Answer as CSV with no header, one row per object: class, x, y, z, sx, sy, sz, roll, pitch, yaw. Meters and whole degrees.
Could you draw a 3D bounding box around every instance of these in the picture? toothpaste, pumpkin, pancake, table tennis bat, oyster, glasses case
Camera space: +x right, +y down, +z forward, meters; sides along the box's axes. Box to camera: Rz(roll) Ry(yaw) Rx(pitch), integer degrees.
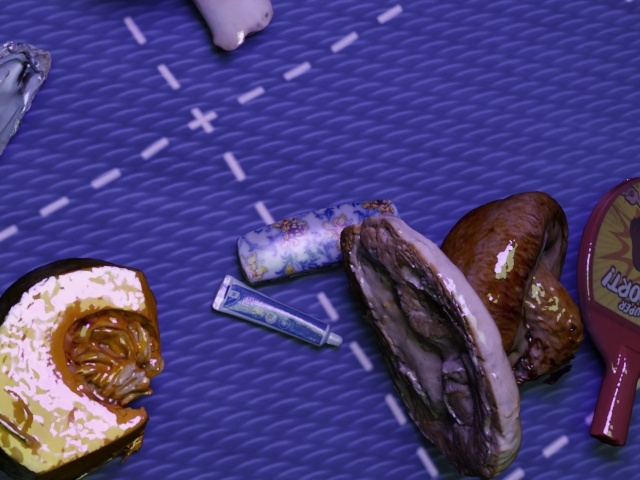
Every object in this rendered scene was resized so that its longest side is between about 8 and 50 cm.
toothpaste,-0.059,0.111,1.592,0.197,0.035,0.057,23,72,-2
pumpkin,-0.337,0.171,1.449,0.257,0.225,0.303,2,74,-14
pancake,0.145,0.135,1.450,0.082,0.387,0.386,-26,86,-19
table tennis bat,0.472,0.102,1.632,0.268,0.051,0.414,27,71,-27
oyster,-0.507,-0.183,1.540,0.199,0.087,0.252,17,85,-16
glasses case,0.000,0.000,1.604,0.248,0.065,0.086,-13,84,-11

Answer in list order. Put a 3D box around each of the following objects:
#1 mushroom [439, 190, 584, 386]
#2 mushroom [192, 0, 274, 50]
mushroom,0.264,0.077,1.559,0.263,0.195,0.283,-39,115,-55
mushroom,-0.200,-0.438,1.572,0.314,0.314,0.336,-39,119,-13
